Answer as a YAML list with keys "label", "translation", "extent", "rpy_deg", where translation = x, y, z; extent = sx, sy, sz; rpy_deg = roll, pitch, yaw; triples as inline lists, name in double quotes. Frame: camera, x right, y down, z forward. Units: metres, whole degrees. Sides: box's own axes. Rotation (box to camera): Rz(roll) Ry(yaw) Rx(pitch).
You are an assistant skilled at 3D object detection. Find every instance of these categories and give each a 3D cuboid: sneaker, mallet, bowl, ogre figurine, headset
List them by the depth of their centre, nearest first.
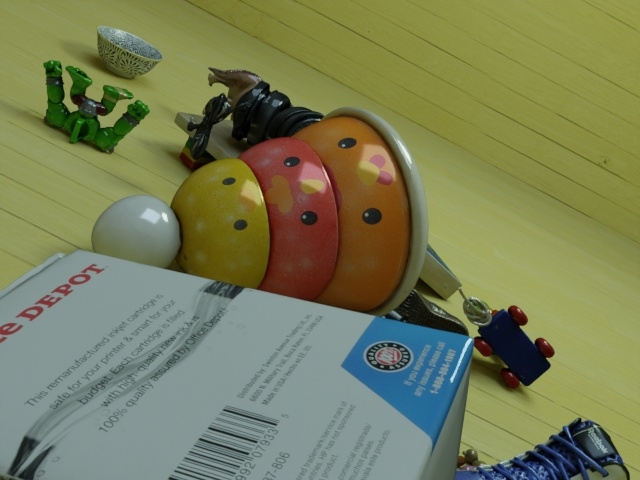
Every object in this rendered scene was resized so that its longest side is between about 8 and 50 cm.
- label: "sneaker"
  translation: [0.278, 0.305, 1.035]
  extent: [0.315, 0.182, 0.127]
  rpy_deg: [16, 22, -31]
- label: "mallet"
  translation: [0.076, 0.144, 1.369]
  extent: [0.062, 0.039, 0.190]
  rpy_deg: [37, 26, 21]
- label: "ogre figurine"
  translation: [-0.430, -0.242, 1.498]
  extent: [0.197, 0.118, 0.097]
  rpy_deg: [20, 18, -26]
- label: "sneaker"
  translation: [0.188, 0.138, 1.509]
  extent: [0.188, 0.066, 0.071]
  rpy_deg: [35, 4, 1]
- label: "headset"
  translation: [-0.094, -0.197, 1.590]
  extent: [0.243, 0.185, 0.394]
  rpy_deg: [34, 9, 31]
- label: "bowl"
  translation: [-0.476, -0.447, 1.975]
  extent: [0.170, 0.080, 0.170]
  rpy_deg: [24, 21, -10]

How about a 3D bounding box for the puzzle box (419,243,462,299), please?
- label: "puzzle box"
  translation: [0.132, -0.061, 1.773]
  extent: [0.272, 0.052, 0.409]
  rpy_deg: [40, 10, -35]

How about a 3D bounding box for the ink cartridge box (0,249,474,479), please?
- label: "ink cartridge box"
  translation: [-0.108, 0.165, 0.636]
  extent: [0.395, 0.166, 0.285]
  rpy_deg: [12, 27, 19]

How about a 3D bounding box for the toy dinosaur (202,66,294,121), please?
- label: "toy dinosaur"
  translation: [-0.152, -0.308, 1.877]
  extent: [0.200, 0.295, 0.127]
  rpy_deg: [-5, 43, 17]

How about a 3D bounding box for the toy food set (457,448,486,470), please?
- label: "toy food set"
  translation: [0.196, 0.308, 1.152]
  extent: [0.122, 0.019, 0.078]
  rpy_deg: [33, 21, 11]

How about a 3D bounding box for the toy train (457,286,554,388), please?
- label: "toy train"
  translation: [0.307, 0.145, 1.484]
  extent: [0.248, 0.105, 0.143]
  rpy_deg: [48, 2, -18]

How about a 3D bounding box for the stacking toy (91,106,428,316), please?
- label: "stacking toy"
  translation: [-0.107, -0.016, 1.240]
  extent: [0.480, 0.350, 0.350]
  rpy_deg: [-10, 40, -32]

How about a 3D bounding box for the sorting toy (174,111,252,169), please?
- label: "sorting toy"
  translation: [-0.150, -0.153, 1.693]
  extent: [0.257, 0.089, 0.255]
  rpy_deg: [40, 23, 29]
